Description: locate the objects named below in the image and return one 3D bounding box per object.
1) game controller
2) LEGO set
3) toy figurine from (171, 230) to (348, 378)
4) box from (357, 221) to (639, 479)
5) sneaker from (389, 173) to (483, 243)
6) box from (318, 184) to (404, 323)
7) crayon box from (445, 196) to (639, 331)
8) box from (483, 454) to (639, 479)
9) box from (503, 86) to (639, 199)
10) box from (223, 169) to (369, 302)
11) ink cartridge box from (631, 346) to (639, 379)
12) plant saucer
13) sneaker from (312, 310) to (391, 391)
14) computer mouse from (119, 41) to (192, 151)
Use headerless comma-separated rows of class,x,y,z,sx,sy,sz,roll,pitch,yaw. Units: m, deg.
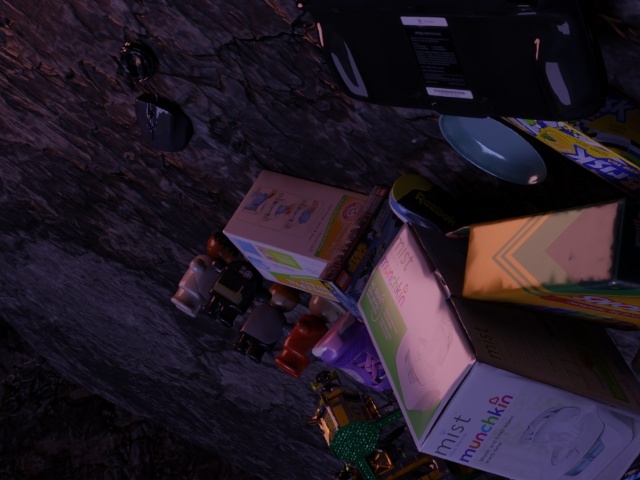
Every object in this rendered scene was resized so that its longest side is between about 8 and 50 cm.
game controller,0.102,-0.180,1.339,0.319,0.067,0.166,12,141,49
LEGO set,0.134,0.186,1.982,0.255,0.331,0.192,52,-174,-37
toy figurine,-0.087,0.080,2.284,0.213,0.148,0.209,37,168,-23
box,0.190,0.121,1.647,0.231,0.127,0.262,18,-154,-25
sneaker,0.135,-0.018,1.778,0.144,0.053,0.059,42,161,-4
box,0.063,0.018,1.850,0.027,0.137,0.094,13,153,46
crayon box,0.275,0.031,1.505,0.202,0.081,0.318,11,171,-22
box,0.324,0.337,2.047,0.293,0.295,0.073,68,176,-61
box,0.242,-0.097,1.377,0.169,0.054,0.059,32,163,3
box,0.000,0.000,1.965,0.203,0.103,0.114,16,156,42
ink cartridge box,0.452,0.173,1.670,0.172,0.100,0.237,18,158,39
plant saucer,0.172,-0.098,1.546,0.119,0.021,0.119,30,162,11
sneaker,0.066,0.160,2.212,0.104,0.095,0.236,49,-174,16
computer mouse,-0.211,-0.171,1.968,0.071,0.041,0.242,27,161,20
